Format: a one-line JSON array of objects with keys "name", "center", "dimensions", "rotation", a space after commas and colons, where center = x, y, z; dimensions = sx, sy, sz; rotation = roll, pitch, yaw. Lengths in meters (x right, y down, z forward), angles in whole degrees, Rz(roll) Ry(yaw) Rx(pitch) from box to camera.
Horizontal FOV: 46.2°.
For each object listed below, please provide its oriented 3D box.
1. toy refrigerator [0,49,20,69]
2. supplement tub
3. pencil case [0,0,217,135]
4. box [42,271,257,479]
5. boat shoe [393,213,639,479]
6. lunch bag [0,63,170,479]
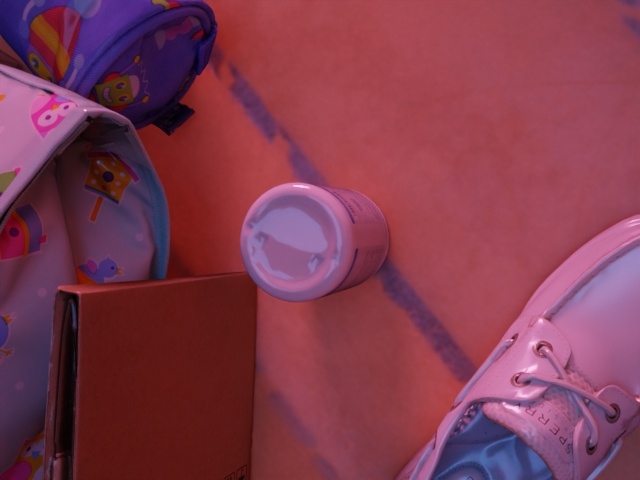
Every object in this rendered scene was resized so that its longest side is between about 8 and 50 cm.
[{"name": "toy refrigerator", "center": [-0.351, -0.046, 0.590], "dimensions": [0.094, 0.102, 0.269], "rotation": [32, 100, 15]}, {"name": "supplement tub", "center": [0.000, 0.000, 0.476], "dimensions": [0.071, 0.107, 0.071], "rotation": [0, 91, 18]}, {"name": "pencil case", "center": [-0.192, -0.215, 0.526], "dimensions": [0.306, 0.133, 0.119], "rotation": [51, 144, 11]}, {"name": "box", "center": [-0.092, 0.103, 0.459], "dimensions": [0.021, 0.201, 0.164], "rotation": [3, 92, 21]}, {"name": "boat shoe", "center": [0.133, 0.104, 0.441], "dimensions": [0.098, 0.096, 0.277], "rotation": [38, 102, 14]}, {"name": "lunch bag", "center": [-0.219, 0.015, 0.477], "dimensions": [0.223, 0.160, 0.262], "rotation": [23, 110, 35]}]
